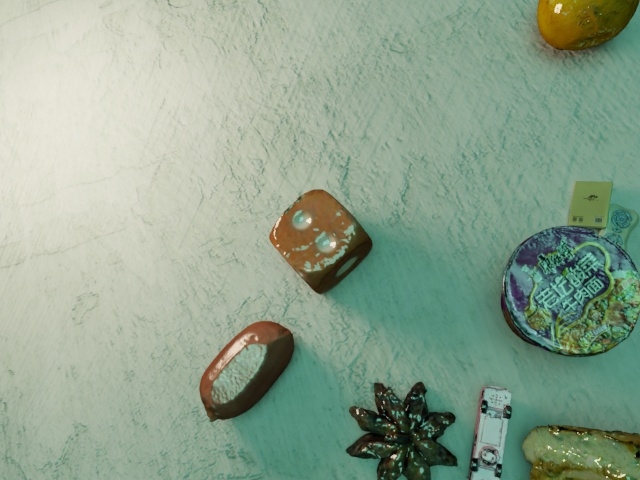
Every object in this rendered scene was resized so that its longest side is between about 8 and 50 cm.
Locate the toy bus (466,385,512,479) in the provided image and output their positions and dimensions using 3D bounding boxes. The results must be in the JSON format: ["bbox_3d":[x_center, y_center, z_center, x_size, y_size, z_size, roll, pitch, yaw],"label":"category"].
[{"bbox_3d":[0.344,0.399,1.098,0.063,0.090,0.203,10,76,13],"label":"toy bus"}]

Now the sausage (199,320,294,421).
[{"bbox_3d":[-0.167,0.286,1.194,0.148,0.148,0.254,37,86,17],"label":"sausage"}]

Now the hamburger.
[{"bbox_3d":[0.542,0.439,0.955,0.276,0.318,0.195,12,73,-20],"label":"hamburger"}]

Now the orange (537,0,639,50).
[{"bbox_3d":[0.608,-0.541,1.238,0.219,0.219,0.193,-22,98,3],"label":"orange"}]

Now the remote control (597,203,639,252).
[{"bbox_3d":[0.647,-0.019,1.190,0.074,0.032,0.122,23,81,14],"label":"remote control"}]

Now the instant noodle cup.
[{"bbox_3d":[0.483,0.115,1.099,0.251,0.190,0.251,-2,75,8],"label":"instant noodle cup"}]

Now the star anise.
[{"bbox_3d":[0.167,0.410,1.121,0.235,0.109,0.223,-1,79,7],"label":"star anise"}]

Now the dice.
[{"bbox_3d":[0.000,0.000,1.221,0.175,0.174,0.179,-41,73,-1],"label":"dice"}]

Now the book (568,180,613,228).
[{"bbox_3d":[0.603,-0.081,1.209,0.077,0.014,0.111,6,72,33],"label":"book"}]
